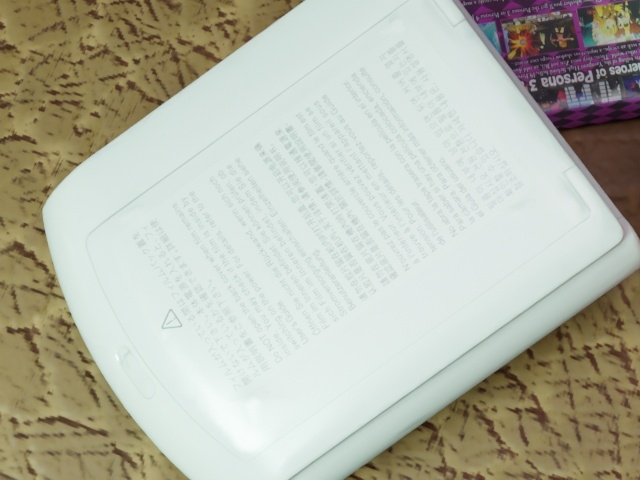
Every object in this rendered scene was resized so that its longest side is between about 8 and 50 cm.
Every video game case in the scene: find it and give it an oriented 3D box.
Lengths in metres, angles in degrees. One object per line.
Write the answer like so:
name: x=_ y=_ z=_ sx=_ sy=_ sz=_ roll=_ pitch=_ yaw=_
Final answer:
video game case: x=0.107 y=-0.169 z=1.204 sx=0.232 sy=0.042 sz=0.210 roll=-10 pitch=70 yaw=-2

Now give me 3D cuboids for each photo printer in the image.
photo printer: x=0.000 y=0.000 z=1.086 sx=0.307 sy=0.107 sz=0.256 roll=-36 pitch=76 yaw=3
